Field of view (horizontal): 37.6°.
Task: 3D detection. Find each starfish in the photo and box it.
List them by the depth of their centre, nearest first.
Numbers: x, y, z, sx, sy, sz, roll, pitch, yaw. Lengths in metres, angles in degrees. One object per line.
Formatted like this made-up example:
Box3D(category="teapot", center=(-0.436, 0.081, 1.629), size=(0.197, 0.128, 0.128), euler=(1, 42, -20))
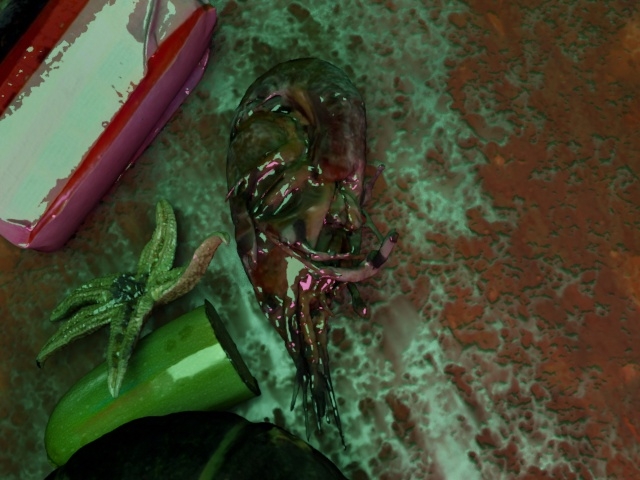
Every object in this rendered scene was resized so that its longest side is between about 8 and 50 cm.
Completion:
Box3D(category="starfish", center=(-0.159, 0.050, 0.801), size=(0.223, 0.217, 0.050), euler=(-31, 118, 27))

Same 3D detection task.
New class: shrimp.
Box3D(category="shrimp", center=(-0.004, 0.002, 0.798), size=(0.145, 0.116, 0.343), euler=(-8, 74, 6))

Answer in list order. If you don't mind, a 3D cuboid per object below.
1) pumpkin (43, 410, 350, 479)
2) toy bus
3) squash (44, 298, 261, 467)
Box3D(category="pumpkin", center=(-0.090, 0.287, 0.689), size=(0.323, 0.241, 0.323), euler=(0, 83, 3))
Box3D(category="toy bus", center=(-0.218, -0.136, 0.840), size=(0.147, 0.127, 0.303), euler=(36, 82, 5))
Box3D(category="squash", center=(-0.155, 0.133, 0.800), size=(0.188, 0.095, 0.095), euler=(-29, 79, -1))
